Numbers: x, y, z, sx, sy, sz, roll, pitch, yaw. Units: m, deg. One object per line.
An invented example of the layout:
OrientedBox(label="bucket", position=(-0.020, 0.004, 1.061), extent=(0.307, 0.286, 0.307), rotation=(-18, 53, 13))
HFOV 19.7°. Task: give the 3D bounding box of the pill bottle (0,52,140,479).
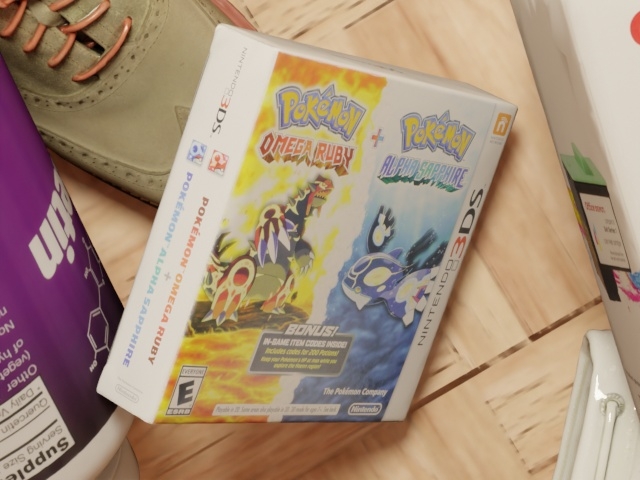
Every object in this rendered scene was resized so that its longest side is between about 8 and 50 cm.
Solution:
OrientedBox(label="pill bottle", position=(-0.198, 0.024, 0.887), extent=(0.181, 0.181, 0.323), rotation=(-18, 128, 4))

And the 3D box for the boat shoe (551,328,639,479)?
OrientedBox(label="boat shoe", position=(0.107, 0.217, 0.984), extent=(0.156, 0.136, 0.367), rotation=(20, 97, -3))

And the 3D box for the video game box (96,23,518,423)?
OrientedBox(label="video game box", position=(0.000, 0.000, 0.922), extent=(0.048, 0.205, 0.187), rotation=(24, 101, 37))

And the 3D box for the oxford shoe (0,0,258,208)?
OrientedBox(label="oxford shoe", position=(-0.141, -0.110, 0.927), extent=(0.348, 0.130, 0.123), rotation=(36, 99, -6))

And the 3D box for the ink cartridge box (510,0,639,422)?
OrientedBox(label="ink cartridge box", position=(0.228, -0.022, 0.856), extent=(0.201, 0.117, 0.278), rotation=(-20, 102, -4))
